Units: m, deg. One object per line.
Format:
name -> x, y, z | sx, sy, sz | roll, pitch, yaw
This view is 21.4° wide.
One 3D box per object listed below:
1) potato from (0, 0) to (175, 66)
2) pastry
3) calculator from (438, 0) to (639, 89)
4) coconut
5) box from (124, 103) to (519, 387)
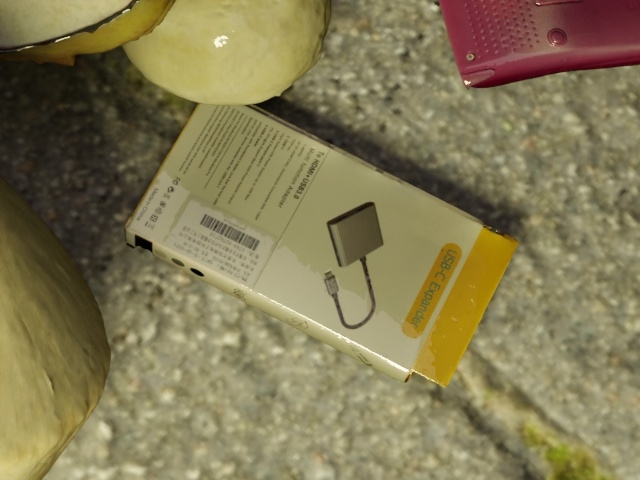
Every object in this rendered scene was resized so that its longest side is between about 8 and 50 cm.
potato -> -0.222, -0.234, 1.142 | 0.300, 0.196, 0.246 | 8, 95, 7
pastry -> -0.067, -0.166, 1.184 | 0.156, 0.092, 0.156 | 0, 42, 0
calculator -> 0.181, -0.184, 1.260 | 0.191, 0.034, 0.126 | -10, 70, -10
coconut -> -0.271, 0.057, 0.965 | 0.329, 0.329, 0.328 | 2, 70, -5
box -> 0.000, 0.000, 1.174 | 0.247, 0.033, 0.129 | 28, 69, 5
